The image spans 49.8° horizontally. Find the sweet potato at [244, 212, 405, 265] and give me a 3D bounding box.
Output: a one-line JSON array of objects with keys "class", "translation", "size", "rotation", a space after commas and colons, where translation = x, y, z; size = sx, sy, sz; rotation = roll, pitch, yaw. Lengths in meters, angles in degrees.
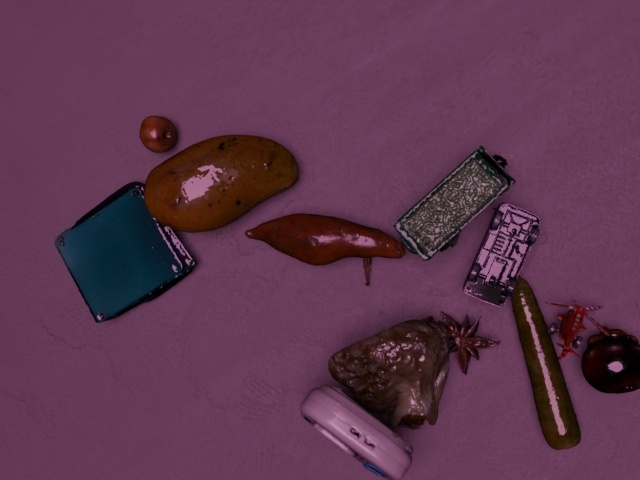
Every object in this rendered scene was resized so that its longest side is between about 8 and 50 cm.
[{"class": "sweet potato", "translation": [-0.005, -0.002, 1.457], "size": [0.359, 0.112, 0.112], "rotation": [5, 91, 23]}]

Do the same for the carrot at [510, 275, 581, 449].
[{"class": "carrot", "translation": [0.443, 0.242, 1.390], "size": [0.074, 0.074, 0.358], "rotation": [-16, 84, 11]}]

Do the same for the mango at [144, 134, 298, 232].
[{"class": "mango", "translation": [-0.218, -0.130, 1.483], "size": [0.330, 0.175, 0.176], "rotation": [-24, 130, 11]}]

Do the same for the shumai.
[{"class": "shumai", "translation": [0.157, 0.282, 1.391], "size": [0.256, 0.189, 0.218], "rotation": [-24, 84, 17]}]

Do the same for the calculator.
[{"class": "calculator", "translation": [-0.449, 0.030, 1.581], "size": [0.274, 0.058, 0.248], "rotation": [-34, 83, 10]}]

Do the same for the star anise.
[{"class": "star anise", "translation": [0.292, 0.197, 1.430], "size": [0.129, 0.056, 0.124], "rotation": [48, 118, 19]}]

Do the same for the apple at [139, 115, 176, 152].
[{"class": "apple", "translation": [-0.368, -0.240, 1.555], "size": [0.071, 0.084, 0.084], "rotation": [6, 92, 38]}]

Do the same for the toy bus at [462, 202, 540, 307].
[{"class": "toy bus", "translation": [0.363, 0.027, 1.388], "size": [0.096, 0.108, 0.198], "rotation": [23, 97, 6]}]

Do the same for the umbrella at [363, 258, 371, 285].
[{"class": "umbrella", "translation": [0.101, 0.057, 1.484], "size": [0.020, 0.031, 0.083], "rotation": [2, 93, -20]}]

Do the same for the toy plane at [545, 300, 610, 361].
[{"class": "toy plane", "translation": [0.486, 0.181, 1.321], "size": [0.126, 0.194, 0.077], "rotation": [19, 120, -3]}]

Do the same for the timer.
[{"class": "timer", "translation": [0.071, 0.381, 1.377], "size": [0.237, 0.262, 0.087], "rotation": [36, 74, 10]}]

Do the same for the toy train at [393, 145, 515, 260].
[{"class": "toy train", "translation": [0.274, -0.068, 1.382], "size": [0.269, 0.154, 0.115], "rotation": [-42, 84, 9]}]

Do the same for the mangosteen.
[{"class": "mangosteen", "translation": [0.572, 0.230, 1.345], "size": [0.140, 0.140, 0.140], "rotation": [0, 90, 12]}]
